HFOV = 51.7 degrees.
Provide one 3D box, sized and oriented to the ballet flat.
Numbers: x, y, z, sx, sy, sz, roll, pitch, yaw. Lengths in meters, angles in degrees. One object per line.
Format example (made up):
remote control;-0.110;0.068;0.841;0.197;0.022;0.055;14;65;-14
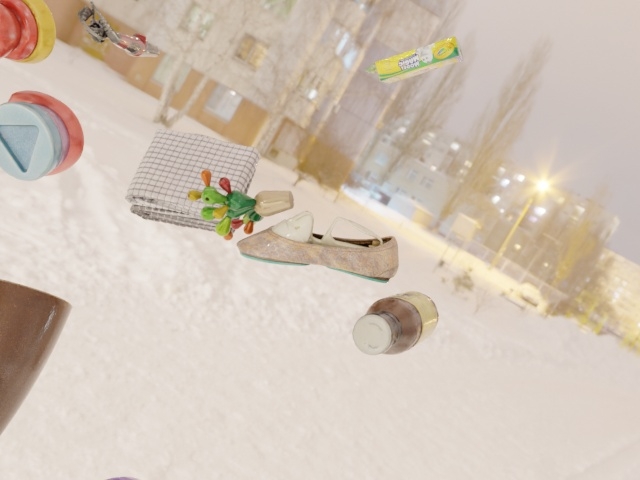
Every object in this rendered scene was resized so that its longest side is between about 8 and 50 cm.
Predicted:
ballet flat;0.000;0.000;1.276;0.316;0.106;0.107;10;17;-6

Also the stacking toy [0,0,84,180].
stacking toy;-0.561;-0.237;1.095;0.280;0.309;0.130;-7;18;20

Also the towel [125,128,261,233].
towel;-0.307;-0.145;1.639;0.284;0.235;0.121;11;-34;9

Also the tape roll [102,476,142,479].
tape roll;-0.240;0.385;0.780;0.080;0.189;0.189;10;-9;41

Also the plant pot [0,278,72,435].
plant pot;-0.502;0.182;0.962;0.215;0.230;0.215;8;-19;3

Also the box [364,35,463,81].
box;0.181;-0.343;1.278;0.179;0.043;0.105;-12;7;19

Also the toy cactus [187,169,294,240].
toy cactus;-0.140;-0.071;1.252;0.181;0.112;0.219;-8;-24;13

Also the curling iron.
curling iron;-0.286;-0.305;0.995;0.068;0.035;0.274;52;9;-3

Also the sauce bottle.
sauce bottle;0.146;0.158;1.259;0.111;0.111;0.344;32;8;17
